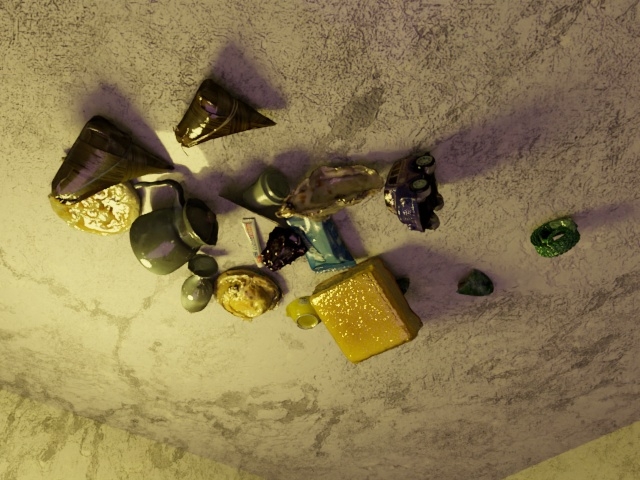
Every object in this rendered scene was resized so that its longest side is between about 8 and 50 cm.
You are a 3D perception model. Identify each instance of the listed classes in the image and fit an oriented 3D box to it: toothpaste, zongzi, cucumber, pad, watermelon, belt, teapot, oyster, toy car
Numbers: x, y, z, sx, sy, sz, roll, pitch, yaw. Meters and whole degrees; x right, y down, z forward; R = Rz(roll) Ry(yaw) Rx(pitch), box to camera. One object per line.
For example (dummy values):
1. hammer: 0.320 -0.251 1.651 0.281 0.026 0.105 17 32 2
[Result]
1. toothpaste: -0.242 0.009 1.931 0.052 0.033 0.218 -6 128 7
2. zongzi: -0.649 -0.200 1.669 0.300 0.138 0.286 28 98 -36
3. cucumber: 0.240 0.222 2.038 0.265 0.077 0.077 -31 123 31
4. pad: -0.229 -0.097 1.765 0.235 0.158 0.003 27 90 -17
5. watermelon: 0.582 0.161 1.962 0.155 0.080 0.101 17 98 -6
6. belt: 0.761 -0.017 1.719 0.151 0.121 0.079 -26 122 22
7. teapot: -0.488 -0.065 1.812 0.285 0.305 0.223 -23 171 17
8. oyster: 0.026 -0.144 1.668 0.341 0.166 0.110 -33 167 11
9. toy car: 0.276 -0.139 1.597 0.158 0.235 0.172 -2 133 25
10. zongzi: -0.293 -0.325 1.575 0.241 0.111 0.248 26 136 -25

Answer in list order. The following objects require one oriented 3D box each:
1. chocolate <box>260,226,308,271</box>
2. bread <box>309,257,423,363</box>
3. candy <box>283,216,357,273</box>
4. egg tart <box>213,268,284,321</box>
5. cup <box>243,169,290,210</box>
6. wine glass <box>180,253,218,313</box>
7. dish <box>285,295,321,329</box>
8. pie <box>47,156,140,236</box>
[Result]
1. chocolate: -0.141 0.047 1.846 0.156 0.133 0.156 28 153 15
2. bread: 0.165 0.266 1.968 0.324 0.143 0.333 -28 98 30
3. candy: 0.000 0.000 1.863 0.187 0.077 0.331 -9 130 24
4. egg tart: -0.290 0.231 2.091 0.291 0.107 0.290 4 134 4
5. cup: -0.179 -0.153 1.717 0.120 0.120 0.141 38 135 -25
6. wine glass: -0.471 0.171 2.045 0.126 0.126 0.241 17 134 -9
7. dish: -0.057 0.305 2.151 0.208 0.080 0.149 -21 127 23
8. pie: -0.769 -0.142 1.820 0.338 0.075 0.337 3 131 3
